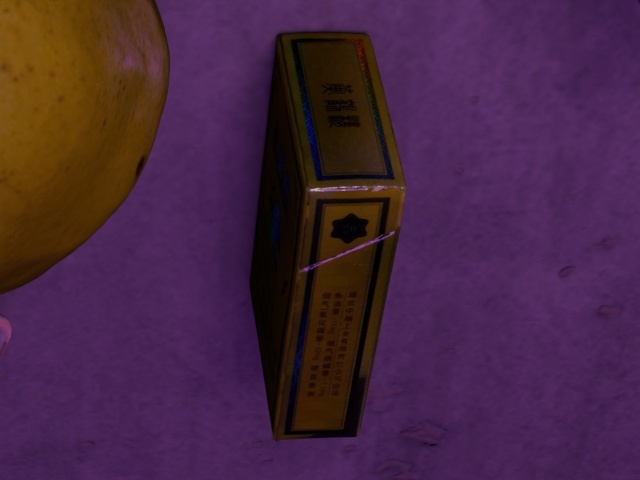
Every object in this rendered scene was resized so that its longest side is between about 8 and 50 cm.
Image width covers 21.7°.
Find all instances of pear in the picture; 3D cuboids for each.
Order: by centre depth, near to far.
[{"bbox_3d":[-0.222,-0.095,0.797,0.294,0.294,0.294,-5,135,-5],"label":"pear"}]

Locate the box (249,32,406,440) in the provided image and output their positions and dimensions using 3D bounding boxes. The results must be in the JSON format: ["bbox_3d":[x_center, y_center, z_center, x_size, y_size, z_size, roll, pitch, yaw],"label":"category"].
[{"bbox_3d":[-0.001,0.000,1.022,0.064,0.141,0.220,-2,134,-8],"label":"box"}]

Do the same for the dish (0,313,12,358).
[{"bbox_3d":[-0.329,0.070,1.056,0.234,0.064,0.154,7,133,-37],"label":"dish"}]

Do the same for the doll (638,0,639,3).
[{"bbox_3d":[0.193,-0.164,0.806,0.216,0.268,0.284,-11,135,-2],"label":"doll"}]
